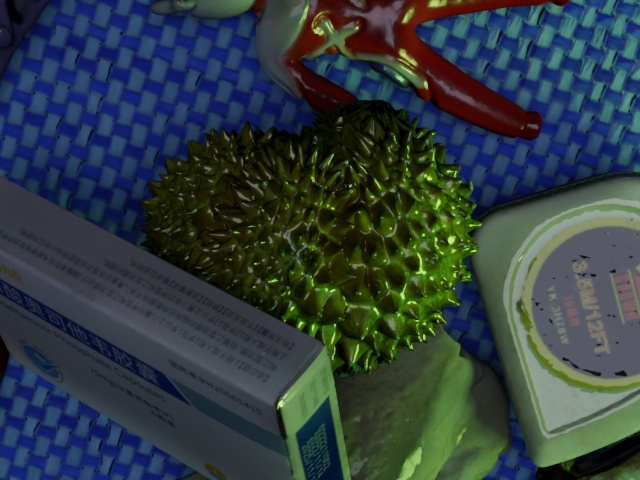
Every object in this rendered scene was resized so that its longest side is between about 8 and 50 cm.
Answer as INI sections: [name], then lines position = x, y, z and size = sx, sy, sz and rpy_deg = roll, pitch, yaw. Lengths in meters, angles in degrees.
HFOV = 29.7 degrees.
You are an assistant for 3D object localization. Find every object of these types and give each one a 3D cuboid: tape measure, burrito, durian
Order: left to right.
[durian]
position = 0.002, 0.003, 1.005
size = 0.291, 0.291, 0.225
rpy_deg = -12, 94, -1
[burrito]
position = 0.034, 0.202, 1.077
size = 0.332, 0.135, 0.190
rpy_deg = -37, 92, -13
[tape measure]
position = 0.270, 0.076, 1.093
size = 0.231, 0.133, 0.271
rpy_deg = -15, 92, 10

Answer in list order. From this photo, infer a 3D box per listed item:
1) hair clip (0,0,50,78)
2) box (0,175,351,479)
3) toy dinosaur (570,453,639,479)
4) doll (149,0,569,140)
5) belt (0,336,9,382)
[hair clip]
position = -0.236, -0.236, 1.025
size = 0.278, 0.137, 0.090
rpy_deg = -50, 134, 6
[box]
position = -0.139, 0.090, 0.970
size = 0.343, 0.200, 0.065
rpy_deg = 26, 57, 26
[toy dinosaur]
position = 0.308, 0.252, 1.154
size = 0.205, 0.092, 0.393
rpy_deg = 22, 100, -2
[doll]
position = 0.026, -0.197, 1.059
size = 0.384, 0.099, 0.188
rpy_deg = 13, 98, -12
[belt]
position = -0.361, 0.133, 1.075
size = 0.128, 0.124, 0.201
rpy_deg = 25, 97, -5
